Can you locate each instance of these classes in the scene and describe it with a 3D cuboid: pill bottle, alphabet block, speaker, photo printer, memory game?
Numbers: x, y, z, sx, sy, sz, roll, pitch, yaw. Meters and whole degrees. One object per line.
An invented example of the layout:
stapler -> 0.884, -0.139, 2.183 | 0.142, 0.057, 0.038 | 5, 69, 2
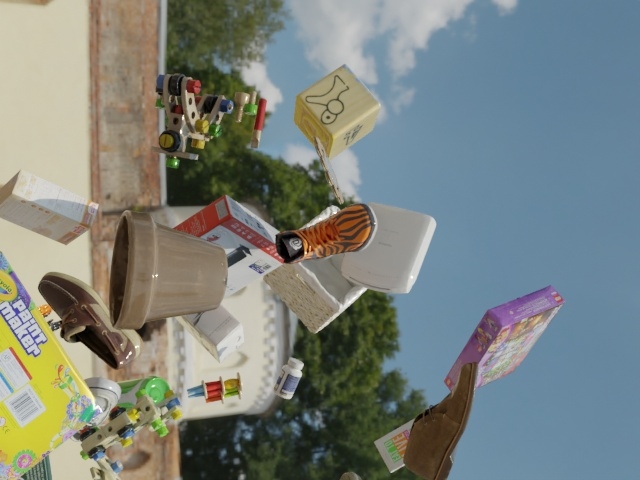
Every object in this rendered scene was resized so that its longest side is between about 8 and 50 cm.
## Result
pill bottle -> -0.100, 0.440, 2.359 | 0.120, 0.067, 0.067 | -66, -154, 4
alphabet block -> 0.049, -0.403, 2.340 | 0.192, 0.197, 0.193 | 51, -14, 13
speaker -> -0.642, 0.535, 2.524 | 0.297, 0.131, 0.131 | -17, -104, 41
photo printer -> 0.221, 0.031, 2.463 | 0.107, 0.256, 0.307 | 78, 32, -54
memory game -> 0.020, -0.176, 1.847 | 0.186, 0.012, 0.186 | -21, 90, -83

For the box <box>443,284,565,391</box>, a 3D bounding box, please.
box -> 0.423, 0.240, 1.718 | 0.057, 0.201, 0.293 | 55, -33, 31

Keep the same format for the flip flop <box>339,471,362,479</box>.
flip flop -> 0.001, 0.583, 1.441 | 0.112, 0.080, 0.277 | 0, -117, 64

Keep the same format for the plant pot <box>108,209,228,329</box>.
plant pot -> -0.338, 0.074, 1.647 | 0.263, 0.229, 0.262 | -174, -90, -66

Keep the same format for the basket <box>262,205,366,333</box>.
basket -> 0.017, 0.111, 2.776 | 0.328, 0.331, 0.266 | 47, -37, 7

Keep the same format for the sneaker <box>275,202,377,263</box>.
sneaker -> 0.000, 0.000, 1.955 | 0.321, 0.180, 0.124 | -31, -104, 48

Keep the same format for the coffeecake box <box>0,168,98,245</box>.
coffeecake box -> -0.623, -0.071, 1.666 | 0.142, 0.186, 0.068 | -24, -132, 44

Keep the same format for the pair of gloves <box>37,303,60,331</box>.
pair of gloves -> -0.790, 0.226, 2.131 | 0.010, 0.074, 0.083 | -22, -92, 47

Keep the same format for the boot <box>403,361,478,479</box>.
boot -> 0.271, 0.401, 1.651 | 0.112, 0.115, 0.305 | -26, 135, -70

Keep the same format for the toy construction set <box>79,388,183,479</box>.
toy construction set -> -0.548, 0.548, 2.076 | 0.151, 0.327, 0.215 | 40, -4, 19

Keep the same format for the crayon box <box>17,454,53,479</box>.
crayon box -> -0.612, 0.356, 1.514 | 0.323, 0.083, 0.203 | -130, -141, -54

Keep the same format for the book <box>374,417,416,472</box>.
book -> 0.238, 0.577, 2.081 | 0.096, 0.144, 0.035 | 60, 2, 28

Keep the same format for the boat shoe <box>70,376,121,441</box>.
boat shoe -> -0.737, 0.560, 2.332 | 0.367, 0.136, 0.156 | -44, -148, 46

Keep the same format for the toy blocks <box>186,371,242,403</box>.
toy blocks -> -0.294, 0.419, 2.038 | 0.123, 0.148, 0.054 | 105, -29, -57

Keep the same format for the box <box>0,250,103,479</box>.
box -> -0.525, 0.175, 1.117 | 0.279, 0.177, 0.289 | 4, -55, 50

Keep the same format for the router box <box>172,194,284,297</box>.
router box -> -0.290, 0.035, 2.153 | 0.301, 0.335, 0.082 | -31, -123, 16

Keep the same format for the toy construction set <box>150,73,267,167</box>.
toy construction set -> -0.314, -0.297, 1.985 | 0.257, 0.309, 0.237 | 168, -69, -84

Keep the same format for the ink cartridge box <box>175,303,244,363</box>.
ink cartridge box -> -0.388, 0.255, 2.446 | 0.273, 0.115, 0.198 | 42, -21, 16

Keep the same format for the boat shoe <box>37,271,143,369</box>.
boat shoe -> -0.641, 0.220, 1.982 | 0.342, 0.123, 0.123 | 41, -54, 2
